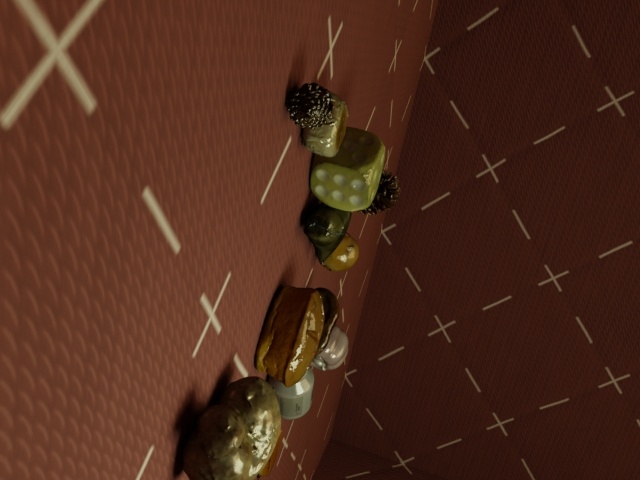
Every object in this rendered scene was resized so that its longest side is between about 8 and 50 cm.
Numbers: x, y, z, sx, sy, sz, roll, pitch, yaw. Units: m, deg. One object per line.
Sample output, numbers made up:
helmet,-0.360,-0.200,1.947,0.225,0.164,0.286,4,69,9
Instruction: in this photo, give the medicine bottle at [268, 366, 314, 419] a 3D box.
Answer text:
medicine bottle,-0.087,0.423,1.846,0.135,0.135,0.215,-63,164,-44

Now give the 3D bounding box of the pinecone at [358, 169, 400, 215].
pinecone,0.192,-0.182,2.220,0.208,0.208,0.207,16,90,-79

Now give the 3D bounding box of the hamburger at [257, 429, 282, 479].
hamburger,-0.170,0.606,1.822,0.137,0.087,0.166,-57,161,-58

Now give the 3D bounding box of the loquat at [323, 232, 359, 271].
loquat,0.054,0.033,1.994,0.141,0.141,0.141,16,90,-79

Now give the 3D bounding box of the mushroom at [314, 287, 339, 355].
mushroom,-0.041,0.226,1.886,0.217,0.148,0.227,51,49,-57

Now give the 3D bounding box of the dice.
dice,0.074,-0.193,1.682,0.166,0.169,0.169,92,17,-48

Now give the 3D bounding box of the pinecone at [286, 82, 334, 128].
pinecone,-0.025,-0.283,1.305,0.109,0.102,0.102,-129,-129,-70

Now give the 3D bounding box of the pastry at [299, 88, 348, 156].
pastry,0.012,-0.277,1.480,0.166,0.088,0.165,14,90,-82

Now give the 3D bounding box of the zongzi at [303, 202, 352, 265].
zongzi,0.000,0.000,1.773,0.221,0.112,0.242,-44,157,-63

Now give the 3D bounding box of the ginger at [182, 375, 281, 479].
ginger,-0.187,0.422,1.311,0.304,0.155,0.244,0,108,-79

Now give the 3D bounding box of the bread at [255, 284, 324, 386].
bread,-0.073,0.253,1.671,0.195,0.143,0.269,50,59,-76

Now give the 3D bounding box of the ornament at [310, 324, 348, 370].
ornament,0.005,0.365,2.127,0.177,0.177,0.177,16,90,-79
